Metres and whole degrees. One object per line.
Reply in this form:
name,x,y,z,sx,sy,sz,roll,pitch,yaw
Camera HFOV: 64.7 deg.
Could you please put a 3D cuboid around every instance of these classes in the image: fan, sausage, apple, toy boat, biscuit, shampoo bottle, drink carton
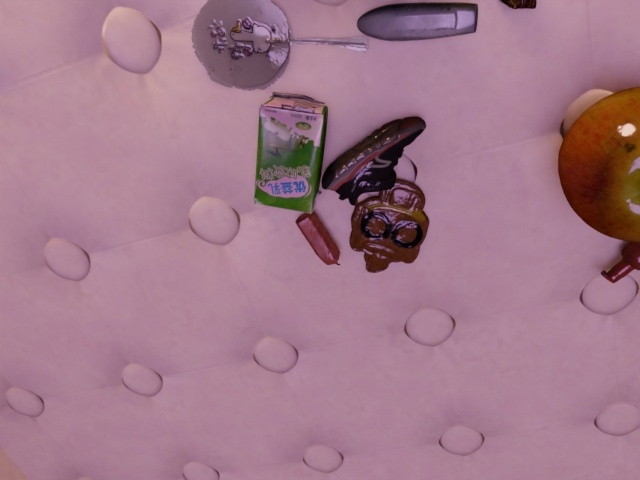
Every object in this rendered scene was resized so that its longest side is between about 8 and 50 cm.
fan,-0.097,-0.459,1.165,0.415,0.012,0.232,1,127,6
sausage,0.000,0.000,1.387,0.065,0.065,0.169,-26,112,19
apple,0.695,-0.157,1.086,0.340,0.339,0.339,3,118,5
toy boat,0.207,-0.478,1.103,0.261,0.085,0.078,4,118,17
biscuit,0.182,-0.029,1.362,0.209,0.041,0.290,15,118,0
shampoo bottle,0.833,0.020,1.287,0.085,0.085,0.244,36,115,-12
drink carton,-0.069,-0.214,1.254,0.161,0.108,0.270,11,120,4

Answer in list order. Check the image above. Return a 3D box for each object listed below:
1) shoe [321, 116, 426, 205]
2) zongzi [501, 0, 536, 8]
shoe,0.144,-0.185,1.237,0.291,0.114,0.137,-35,114,17
zongzi,0.415,-0.504,1.061,0.083,0.073,0.067,-7,135,11
